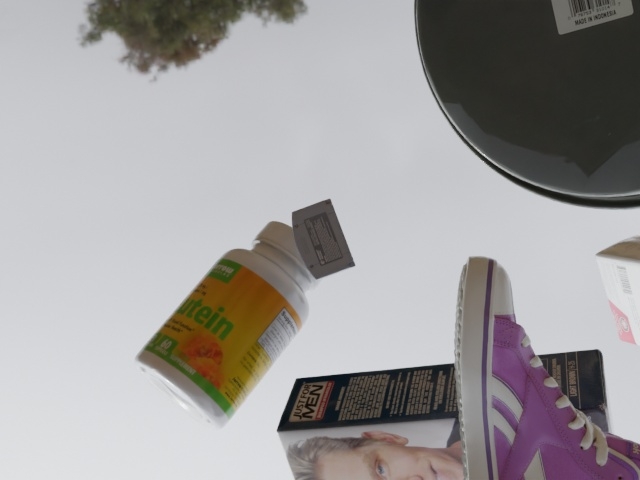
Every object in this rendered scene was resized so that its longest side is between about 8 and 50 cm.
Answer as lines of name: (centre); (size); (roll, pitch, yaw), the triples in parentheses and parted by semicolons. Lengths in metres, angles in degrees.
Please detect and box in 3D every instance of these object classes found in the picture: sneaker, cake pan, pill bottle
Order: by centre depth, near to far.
cake pan: (0.190, -0.159, 0.592); (0.293, 0.293, 0.054); (7, -163, 28)
sneaker: (0.201, 0.148, 0.775); (0.161, 0.282, 0.102); (-5, -173, 8)
pill bottle: (-0.100, 0.097, 1.083); (0.136, 0.136, 0.245); (19, -119, 41)

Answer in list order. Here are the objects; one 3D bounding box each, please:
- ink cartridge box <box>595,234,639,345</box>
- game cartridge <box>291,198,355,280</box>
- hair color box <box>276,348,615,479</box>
ink cartridge box: (0.528, 0.084, 1.305); (0.092, 0.158, 0.218); (-23, -168, -14)
game cartridge: (0.000, 0.000, 0.990); (0.056, 0.083, 0.017); (-19, 172, -4)
hair color box: (0.145, 0.233, 0.970); (0.347, 0.174, 0.105); (-8, -155, 19)
